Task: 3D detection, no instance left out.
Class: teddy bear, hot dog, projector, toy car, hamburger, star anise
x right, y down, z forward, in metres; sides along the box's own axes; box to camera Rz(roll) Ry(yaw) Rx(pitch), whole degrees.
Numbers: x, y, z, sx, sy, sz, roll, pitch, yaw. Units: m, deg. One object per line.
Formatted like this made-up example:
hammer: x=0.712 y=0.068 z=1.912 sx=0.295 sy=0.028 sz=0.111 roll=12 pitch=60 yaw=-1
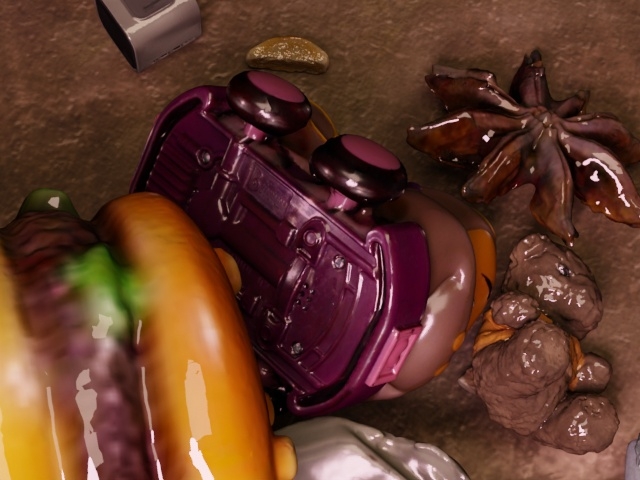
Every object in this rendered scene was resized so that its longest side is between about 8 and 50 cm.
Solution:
teddy bear: x=0.214 y=0.091 z=1.160 sx=0.177 sy=0.140 sz=0.190 roll=44 pitch=57 yaw=-34
hot dog: x=-0.034 y=-0.200 z=1.275 sx=0.090 sy=0.030 sz=0.034 roll=5 pitch=71 yaw=-3
projector: x=-0.180 y=-0.236 z=1.247 sx=0.082 sy=0.083 sz=0.083 roll=-33 pitch=79 yaw=-13
toy car: x=0.000 y=0.000 z=1.114 sx=0.340 sy=0.240 sz=0.271 roll=41 pitch=118 yaw=27
hamburger: x=-0.173 y=0.166 z=0.903 sx=0.277 sy=0.396 sz=0.396 roll=-10 pitch=73 yaw=-18
star anise: x=0.221 y=-0.100 z=1.220 sx=0.288 sy=0.088 sz=0.288 roll=9 pitch=49 yaw=-10

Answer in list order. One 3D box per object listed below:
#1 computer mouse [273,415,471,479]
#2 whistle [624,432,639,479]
computer mouse: x=0.094 y=0.328 z=1.059 sx=0.228 sy=0.145 sz=0.429 roll=-43 pitch=86 yaw=2
whistle: x=0.319 y=0.309 z=1.075 sx=0.180 sy=0.093 sz=0.269 roll=1 pitch=66 yaw=-11
